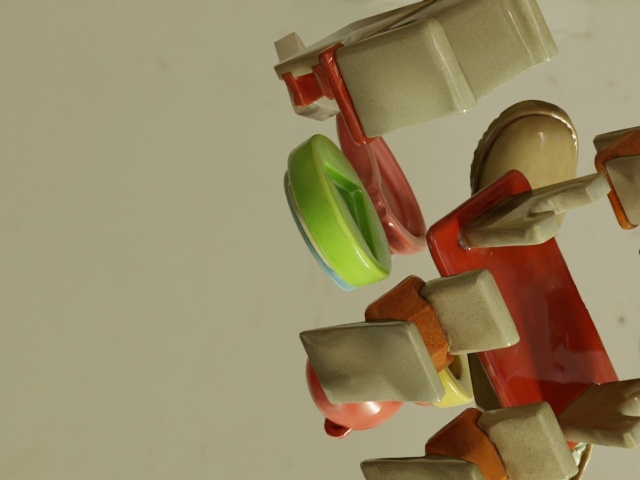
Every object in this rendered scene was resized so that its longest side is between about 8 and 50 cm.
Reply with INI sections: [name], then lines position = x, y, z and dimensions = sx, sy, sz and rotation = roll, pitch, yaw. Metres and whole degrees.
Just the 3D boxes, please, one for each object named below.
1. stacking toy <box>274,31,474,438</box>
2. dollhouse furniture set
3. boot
[stacking toy]
position = 0.000, 0.000, 1.415
dimensions = 0.130, 0.279, 0.309
rotation = -27, -137, 14
[dollhouse furniture set]
position = 0.091, -0.004, 0.866
dimensions = 0.262, 0.259, 0.135
rotation = -33, -167, -35
[boot]
position = 0.176, 0.051, 1.302
dimensions = 0.089, 0.236, 0.269
rotation = 5, -144, -9
